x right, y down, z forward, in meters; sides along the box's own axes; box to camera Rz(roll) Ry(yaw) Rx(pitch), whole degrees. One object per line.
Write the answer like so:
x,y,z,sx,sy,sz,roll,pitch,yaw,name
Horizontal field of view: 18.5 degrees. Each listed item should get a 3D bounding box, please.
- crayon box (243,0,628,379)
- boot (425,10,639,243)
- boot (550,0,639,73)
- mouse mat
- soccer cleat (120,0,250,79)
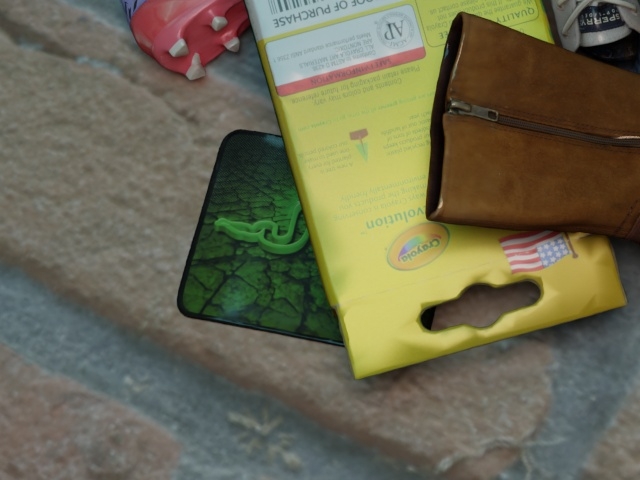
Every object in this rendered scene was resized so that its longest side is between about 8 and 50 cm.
0.073,-0.077,1.377,0.202,0.081,0.318,-15,82,0,crayon box
0.204,-0.004,1.274,0.280,0.096,0.264,11,72,-21,boot
0.190,-0.194,1.339,0.095,0.258,0.123,-11,71,18,boot
0.000,0.000,1.431,0.190,0.007,0.152,10,71,12,mouse mat
-0.038,-0.221,1.486,0.248,0.083,0.095,-35,63,-2,soccer cleat
